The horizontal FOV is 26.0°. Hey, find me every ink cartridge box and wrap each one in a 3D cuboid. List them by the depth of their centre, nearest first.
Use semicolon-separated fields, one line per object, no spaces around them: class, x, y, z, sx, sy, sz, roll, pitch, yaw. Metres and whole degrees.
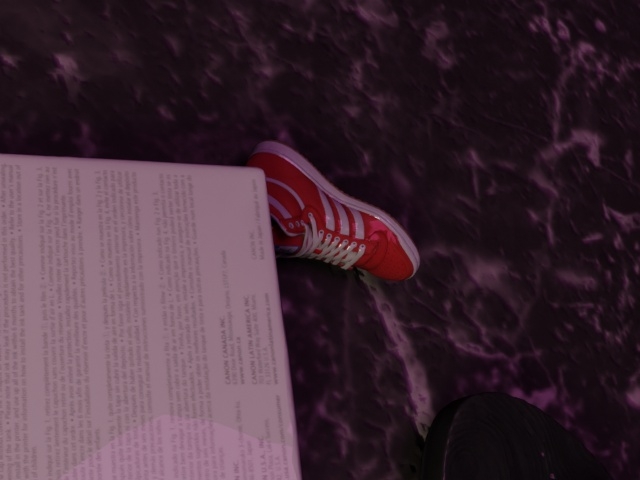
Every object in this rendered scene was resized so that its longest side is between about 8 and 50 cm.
ink cartridge box;-0.130;0.049;0.654;0.232;0.066;0.189;1;64;-17

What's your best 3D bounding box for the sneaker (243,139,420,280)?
sneaker;0.000;0.000;0.783;0.118;0.042;0.067;35;43;-10

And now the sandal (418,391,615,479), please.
sandal;0.186;0.279;0.731;0.168;0.107;0.445;-7;71;-43
